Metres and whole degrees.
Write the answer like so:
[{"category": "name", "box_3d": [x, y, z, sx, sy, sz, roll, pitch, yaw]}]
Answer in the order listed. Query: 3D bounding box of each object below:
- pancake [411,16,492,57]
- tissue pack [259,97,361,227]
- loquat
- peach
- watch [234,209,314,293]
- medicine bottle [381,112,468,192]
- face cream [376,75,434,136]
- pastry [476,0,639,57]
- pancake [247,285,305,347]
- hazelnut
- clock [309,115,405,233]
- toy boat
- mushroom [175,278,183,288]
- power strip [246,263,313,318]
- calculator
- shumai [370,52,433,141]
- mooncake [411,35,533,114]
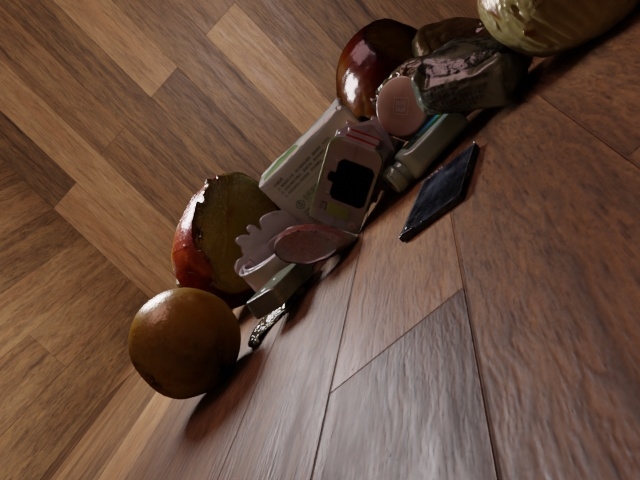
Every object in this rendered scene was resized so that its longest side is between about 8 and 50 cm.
[{"category": "pancake", "box_3d": [0.419, -0.594, 2.057, 0.294, 0.294, 0.049, -49, -26, -23]}, {"category": "tissue pack", "box_3d": [0.024, -0.214, 2.029, 0.356, 0.266, 0.194, -43, 14, 13]}, {"category": "loquat", "box_3d": [-0.318, 0.238, 1.564, 0.263, 0.263, 0.263, -44, 9, 8]}, {"category": "peach", "box_3d": [-0.294, -0.006, 2.096, 0.353, 0.339, 0.417, 45, 119, 46]}, {"category": "watch", "box_3d": [-0.120, 0.033, 1.851, 0.244, 0.196, 0.231, -44, 15, -15]}, {"category": "medicine bottle", "box_3d": [0.247, -0.215, 1.600, 0.229, 0.083, 0.121, -46, 5, -2]}, {"category": "face cream", "box_3d": [0.229, -0.338, 1.688, 0.149, 0.149, 0.104, -39, -16, 35]}, {"category": "pastry", "box_3d": [0.485, -0.565, 1.331, 0.388, 0.312, 0.388, -43, 11, 10]}, {"category": "pancake", "box_3d": [-0.107, 0.182, 1.626, 0.190, 0.020, 0.184, -43, 8, 19]}, {"category": "hazelnut", "box_3d": [0.222, -0.551, 2.270, 0.402, 0.402, 0.429, -39, 23, 37]}, {"category": "clock", "box_3d": [0.111, -0.199, 1.737, 0.310, 0.166, 0.235, -59, -12, -55]}, {"category": "toy boat", "box_3d": [0.000, 0.000, 1.693, 0.206, 0.096, 0.282, -8, 3, 12]}, {"category": "mushroom", "box_3d": [-0.434, 0.210, 2.379, 0.207, 0.215, 0.207, -36, 15, 11]}, {"category": "power strip", "box_3d": [-0.085, 0.104, 1.634, 0.093, 0.053, 0.288, -33, 5, 23]}, {"category": "calculator", "box_3d": [0.237, -0.099, 1.318, 0.161, 0.021, 0.262, -39, 11, 35]}, {"category": "shumai", "box_3d": [0.322, -0.445, 1.874, 0.283, 0.217, 0.346, -50, 7, -27]}, {"category": "mooncake", "box_3d": [0.338, -0.383, 1.518, 0.254, 0.136, 0.250, -4, 26, 29]}]
